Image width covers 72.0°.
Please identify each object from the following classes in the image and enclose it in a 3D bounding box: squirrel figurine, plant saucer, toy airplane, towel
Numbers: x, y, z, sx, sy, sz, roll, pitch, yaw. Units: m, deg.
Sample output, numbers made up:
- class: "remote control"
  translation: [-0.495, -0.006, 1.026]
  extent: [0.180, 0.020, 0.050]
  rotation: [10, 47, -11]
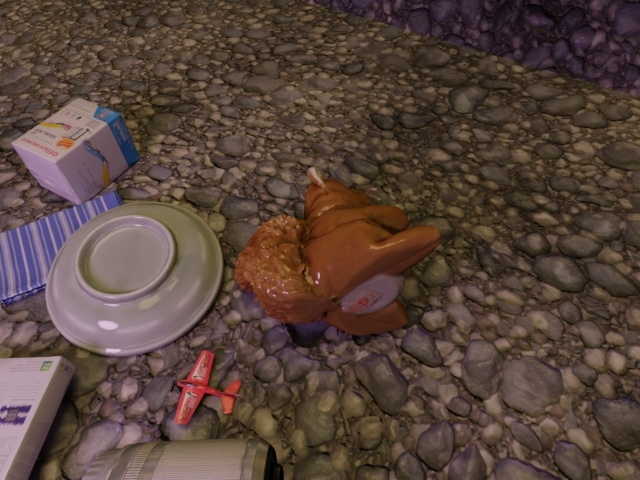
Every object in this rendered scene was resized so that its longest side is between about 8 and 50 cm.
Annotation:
- class: "squirrel figurine"
  translation: [0.000, 0.000, 0.970]
  extent: [0.397, 0.281, 0.370]
  rotation: [-11, 45, -12]
- class: "plant saucer"
  translation: [-0.428, 0.054, 0.999]
  extent: [0.401, 0.100, 0.400]
  rotation: [1, 59, -1]
- class: "toy airplane"
  translation: [-0.224, 0.296, 0.878]
  extent: [0.151, 0.028, 0.151]
  rotation: [0, 52, 0]
- class: "towel"
  translation: [-0.648, 0.001, 1.118]
  extent: [0.336, 0.040, 0.243]
  rotation: [-25, 54, -19]

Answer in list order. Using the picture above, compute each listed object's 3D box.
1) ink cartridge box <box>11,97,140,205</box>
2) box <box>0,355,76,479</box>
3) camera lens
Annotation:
- class: "ink cartridge box"
  translation: [-0.676, -0.251, 1.239]
  extent: [0.171, 0.168, 0.232]
  rotation: [23, 56, 17]
- class: "box"
  translation: [-0.613, 0.367, 0.785]
  extent: [0.233, 0.058, 0.321]
  rotation: [-4, 48, 11]
- class: "camera lens"
  translation: [-0.195, 0.416, 0.656]
  extent: [0.275, 0.219, 0.219]
  rotation: [-1, 51, -1]
